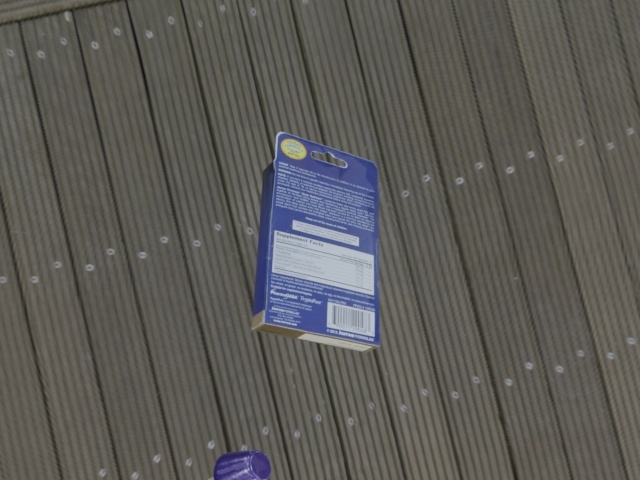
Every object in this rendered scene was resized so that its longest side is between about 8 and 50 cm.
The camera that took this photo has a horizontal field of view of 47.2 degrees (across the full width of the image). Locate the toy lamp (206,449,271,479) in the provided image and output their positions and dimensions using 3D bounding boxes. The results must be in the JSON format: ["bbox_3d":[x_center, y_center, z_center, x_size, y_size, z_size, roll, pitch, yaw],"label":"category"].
[{"bbox_3d":[-0.189,0.396,1.157,0.275,0.080,0.080,-30,89,29],"label":"toy lamp"}]

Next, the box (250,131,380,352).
[{"bbox_3d":[0.000,0.000,0.796,0.136,0.036,0.225,15,62,-24],"label":"box"}]
